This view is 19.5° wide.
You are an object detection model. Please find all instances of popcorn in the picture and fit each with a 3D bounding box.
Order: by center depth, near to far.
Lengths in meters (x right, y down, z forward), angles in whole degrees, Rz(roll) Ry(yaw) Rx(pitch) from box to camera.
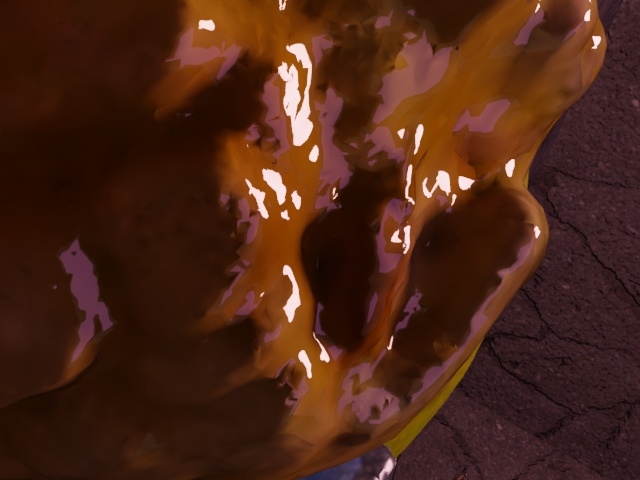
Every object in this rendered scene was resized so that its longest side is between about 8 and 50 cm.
[{"bbox_3d":[-0.040,-0.082,0.406,0.265,0.225,0.332,-51,157,-20],"label":"popcorn"}]

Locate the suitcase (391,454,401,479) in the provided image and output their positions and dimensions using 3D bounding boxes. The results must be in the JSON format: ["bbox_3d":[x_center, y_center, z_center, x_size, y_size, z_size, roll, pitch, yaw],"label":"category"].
[{"bbox_3d":[-0.074,0.186,1.085,0.283,0.194,0.434,-59,171,-8],"label":"suitcase"}]

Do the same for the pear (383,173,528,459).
[{"bbox_3d":[0.005,0.002,0.788,0.288,0.139,0.239,-31,-162,53],"label":"pear"}]

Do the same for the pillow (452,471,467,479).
[{"bbox_3d":[0.024,0.230,1.035,0.233,0.038,0.131,-59,169,-16],"label":"pillow"}]

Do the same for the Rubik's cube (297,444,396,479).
[{"bbox_3d":[-0.121,0.142,0.667,0.205,0.205,0.207,-54,168,-32],"label":"Rubik's cube"}]
